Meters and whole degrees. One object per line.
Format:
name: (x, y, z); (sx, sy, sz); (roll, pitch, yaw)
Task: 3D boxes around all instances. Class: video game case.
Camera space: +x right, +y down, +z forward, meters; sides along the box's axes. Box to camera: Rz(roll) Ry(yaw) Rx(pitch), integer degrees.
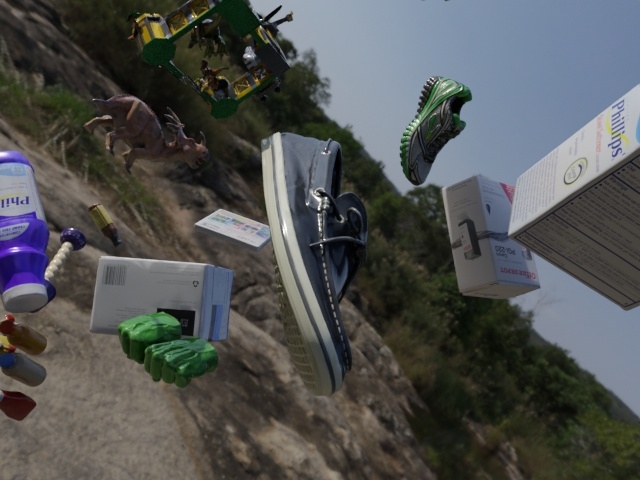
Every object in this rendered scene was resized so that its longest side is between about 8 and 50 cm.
video game case: (-0.193, -0.025, 1.420); (0.157, 0.019, 0.143); (20, 20, 9)

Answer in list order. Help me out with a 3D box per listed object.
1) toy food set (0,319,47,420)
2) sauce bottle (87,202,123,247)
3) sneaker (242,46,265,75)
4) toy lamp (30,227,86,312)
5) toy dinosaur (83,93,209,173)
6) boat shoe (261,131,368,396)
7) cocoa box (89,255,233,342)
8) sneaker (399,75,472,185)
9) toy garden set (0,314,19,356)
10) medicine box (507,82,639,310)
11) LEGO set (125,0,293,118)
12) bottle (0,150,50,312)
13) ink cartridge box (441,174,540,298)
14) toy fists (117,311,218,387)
toy food set: (-0.545, 0.249, 0.996); (0.111, 0.232, 0.104); (35, -19, 22)
sauce bottle: (-0.579, -0.039, 1.646); (0.128, 0.042, 0.042); (59, 6, 0)
sneaker: (-0.154, -0.514, 1.699); (0.083, 0.098, 0.223); (57, 10, -23)
toy lamp: (-0.675, 0.076, 1.540); (0.080, 0.080, 0.274); (43, 28, -22)
toy dinosaur: (-0.420, -0.267, 1.447); (0.127, 0.200, 0.295); (36, -13, 44)
boat shoe: (0.000, 0.000, 0.919); (0.500, 0.156, 0.187); (-100, -174, -47)
cocoa box: (-0.465, 0.179, 1.828); (0.347, 0.231, 0.228); (3, -7, 13)
sneaker: (0.344, -0.326, 1.826); (0.146, 0.343, 0.134); (21, 0, 32)
toy garden set: (-0.730, 0.186, 1.275); (0.204, 0.049, 0.244); (20, 1, -17)
medicine box: (0.496, -0.057, 0.953); (0.263, 0.289, 0.149); (30, 51, -12)
LEGO set: (-0.214, -0.411, 1.176); (0.331, 0.255, 0.192); (22, 38, -57)
bottle: (-0.524, -0.016, 1.029); (0.092, 0.118, 0.283); (111, -40, -60)
ink cartridge box: (0.333, -0.003, 1.193); (0.158, 0.092, 0.218); (8, 69, -40)
toy fists: (-0.379, 0.260, 1.454); (0.279, 0.096, 0.142); (27, 18, 37)
